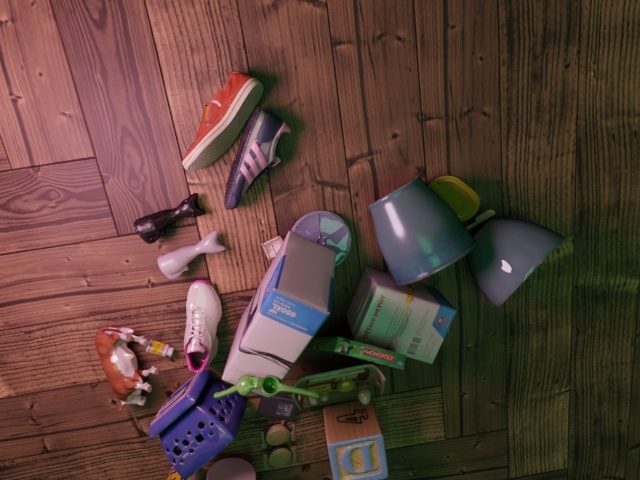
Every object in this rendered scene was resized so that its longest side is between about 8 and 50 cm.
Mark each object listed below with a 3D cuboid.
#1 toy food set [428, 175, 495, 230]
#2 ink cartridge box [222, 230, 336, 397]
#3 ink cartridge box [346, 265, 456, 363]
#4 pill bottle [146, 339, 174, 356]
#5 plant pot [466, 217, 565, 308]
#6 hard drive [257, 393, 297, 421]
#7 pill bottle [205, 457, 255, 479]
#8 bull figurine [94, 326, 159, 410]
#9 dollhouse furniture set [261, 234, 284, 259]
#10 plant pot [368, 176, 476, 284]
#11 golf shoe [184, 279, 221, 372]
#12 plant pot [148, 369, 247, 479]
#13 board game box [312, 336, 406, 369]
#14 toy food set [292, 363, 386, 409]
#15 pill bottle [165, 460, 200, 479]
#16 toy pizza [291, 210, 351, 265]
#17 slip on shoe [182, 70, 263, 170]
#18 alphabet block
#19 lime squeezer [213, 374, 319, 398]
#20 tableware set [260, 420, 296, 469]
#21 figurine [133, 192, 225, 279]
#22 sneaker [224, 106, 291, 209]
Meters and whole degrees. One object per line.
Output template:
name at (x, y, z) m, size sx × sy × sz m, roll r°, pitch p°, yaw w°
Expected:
toy food set at (0.438, -0.134, 1.346) m, size 0.218 × 0.071 × 0.128 m, roll 37°, pitch 124°, yaw -11°
ink cartridge box at (-0.120, 0.217, 1.227) m, size 0.166 × 0.285 × 0.395 m, roll 25°, pitch 121°, yaw -10°
ink cartridge box at (0.250, 0.236, 1.360) m, size 0.270 × 0.197 × 0.198 m, roll 18°, pitch 103°, yaw -10°
pill bottle at (-0.543, 0.368, 1.417) m, size 0.083 × 0.043 × 0.043 m, roll 19°, pitch 103°, yaw -10°
plant pot at (0.580, 0.042, 1.318) m, size 0.195 × 0.290 × 0.290 m, roll 44°, pitch 100°, yaw 23°
hard drive at (-0.155, 0.605, 1.524) m, size 0.135 × 0.022 × 0.094 m, roll 14°, pitch 104°, yaw -8°
pill bottle at (-0.344, 1.019, 1.520) m, size 0.229 × 0.229 × 0.407 m, roll 8°, pitch 105°, yaw -6°
bull figurine at (-0.638, 0.425, 1.380) m, size 0.188 × 0.101 × 0.310 m, roll -16°, pitch 103°, yaw 21°
dollhouse furniture set at (-0.125, 0.059, 1.373) m, size 0.076 × 0.058 × 0.151 m, roll -26°, pitch 87°, yaw 11°
plant pot at (0.284, -0.043, 1.265) m, size 0.272 × 0.271 × 0.255 m, roll -29°, pitch 91°, yaw 4°
golf shoe at (-0.386, 0.284, 1.357) m, size 0.115 × 0.140 × 0.306 m, roll 0°, pitch 104°, yaw -3°
plant pot at (-0.412, 0.593, 1.399) m, size 0.236 × 0.236 × 0.212 m, roll -41°, pitch 98°, yaw 7°
board game box at (0.110, 0.355, 1.332) m, size 0.214 × 0.317 × 0.046 m, roll 18°, pitch 74°, yaw -9°
toy food set at (0.064, 0.515, 1.417) m, size 0.306 × 0.092 × 0.219 m, roll -11°, pitch 147°, yaw -1°
pill bottle at (-0.495, 0.878, 1.478) m, size 0.119 × 0.208 × 0.119 m, roll -1°, pitch 106°, yaw -5°
toy pizza at (0.000, 0.000, 1.362) m, size 0.201 × 0.032 × 0.201 m, roll -1°, pitch 106°, yaw -3°
slip on shoe at (-0.297, -0.342, 1.210) m, size 0.101 × 0.123 × 0.331 m, roll 39°, pitch 100°, yaw 9°
alphabet block at (0.121, 0.712, 1.486) m, size 0.193 × 0.197 × 0.192 m, roll -8°, pitch 105°, yaw -2°
lime squeezer at (-0.163, 0.417, 1.158) m, size 0.310 × 0.059 × 0.110 m, roll -4°, pitch 122°, yaw 8°
tableware set at (-0.158, 0.760, 1.561) m, size 0.128 × 0.039 × 0.194 m, roll -8°, pitch 112°, yaw -14°
figurine at (-0.427, -0.015, 1.301) m, size 0.209 × 0.092 × 0.215 m, roll -27°, pitch 107°, yaw -1°
sneaker at (-0.190, -0.223, 1.248) m, size 0.131 × 0.112 × 0.319 m, roll 16°, pitch 112°, yaw -26°
